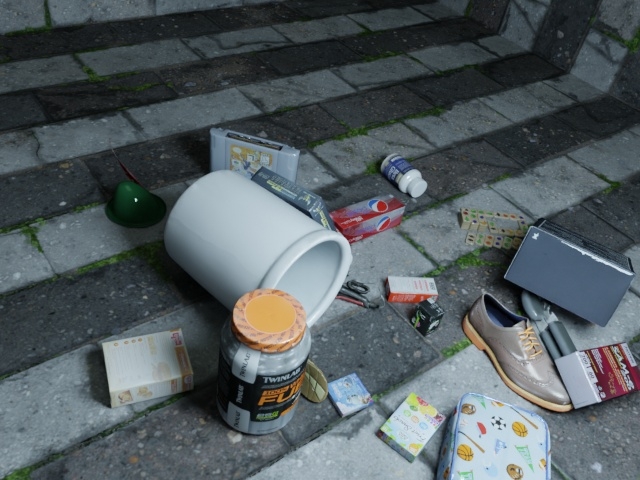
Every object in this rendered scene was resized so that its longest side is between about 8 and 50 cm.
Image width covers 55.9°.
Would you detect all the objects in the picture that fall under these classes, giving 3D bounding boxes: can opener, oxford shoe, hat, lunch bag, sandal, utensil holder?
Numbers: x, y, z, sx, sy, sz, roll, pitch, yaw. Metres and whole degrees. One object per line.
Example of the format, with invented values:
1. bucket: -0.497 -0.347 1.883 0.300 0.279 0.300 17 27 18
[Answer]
1. can opener: 0.639 0.261 1.687 0.093 0.074 0.280 5 43 -21
2. oxford shoe: 0.524 0.289 1.583 0.130 0.132 0.363 -21 51 -33
3. hat: -0.569 -0.166 1.813 0.209 0.183 0.173 15 41 5
4. lunch bag: 0.392 0.499 1.334 0.243 0.114 0.303 20 41 6
5. sandal: -0.043 0.319 1.481 0.180 0.072 0.049 38 10 28
6. utensil holder: -0.169 0.033 1.581 0.386 0.327 0.328 35 46 29

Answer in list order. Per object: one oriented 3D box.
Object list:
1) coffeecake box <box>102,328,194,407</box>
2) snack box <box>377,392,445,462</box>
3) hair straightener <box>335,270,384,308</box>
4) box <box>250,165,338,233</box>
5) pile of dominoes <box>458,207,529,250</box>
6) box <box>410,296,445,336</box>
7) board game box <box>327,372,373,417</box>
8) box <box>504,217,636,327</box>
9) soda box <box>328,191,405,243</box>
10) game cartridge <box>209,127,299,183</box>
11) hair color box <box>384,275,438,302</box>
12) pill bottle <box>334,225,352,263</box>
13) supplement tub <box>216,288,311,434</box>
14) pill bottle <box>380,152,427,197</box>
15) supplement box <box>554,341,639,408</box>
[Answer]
1. coffeecake box: -0.404 0.295 1.415 0.186 0.068 0.142 -8 44 -21
2. snack box: 0.216 0.437 1.418 0.100 0.037 0.141 33 45 24
3. hair straightener: 0.074 0.132 1.692 0.231 0.088 0.047 21 26 12
4. box: -0.073 -0.096 1.698 0.233 0.183 0.059 30 71 31
5. pile of dominoes: 0.601 -0.050 2.058 0.252 0.040 0.195 7 41 -5
6. box: 0.294 0.210 1.658 0.052 0.083 0.062 -19 49 -32
7. board game box: 0.068 0.375 1.468 0.090 0.020 0.090 -17 48 -27
8. box: 0.723 0.082 1.757 0.296 0.182 0.294 28 16 20
9. soda box: 0.143 -0.068 1.941 0.263 0.083 0.092 -20 49 -31
10. game cartridge: -0.221 -0.248 1.975 0.298 0.198 0.062 15 41 5
11. hair color box: 0.264 0.144 1.758 0.141 0.043 0.071 3 41 -7
12. pill bottle: 0.000 0.000 1.801 0.124 0.124 0.221 -17 48 -29
13. supplement tub: -0.127 0.266 1.323 0.194 0.315 0.193 6 42 -5
14. pill bottle: 0.299 -0.229 2.151 0.094 0.094 0.169 -18 48 -30
15. supplement box: 0.719 0.341 1.542 0.240 0.073 0.130 -1 63 -37
